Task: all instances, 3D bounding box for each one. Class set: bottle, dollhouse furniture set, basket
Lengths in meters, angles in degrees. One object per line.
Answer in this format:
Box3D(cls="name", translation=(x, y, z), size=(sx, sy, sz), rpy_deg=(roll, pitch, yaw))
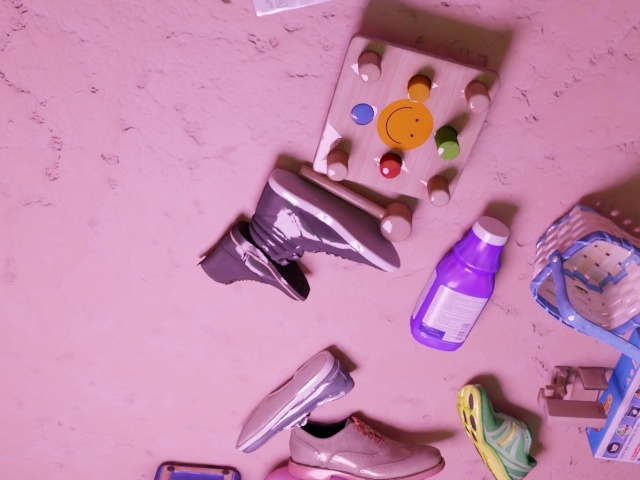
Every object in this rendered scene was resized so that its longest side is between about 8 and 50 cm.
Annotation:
Box3D(cls="bottle", translation=(0.270, 0.083, 1.575), size=(0.118, 0.092, 0.283), rpy_deg=(16, 122, -10))
Box3D(cls="dollhouse furniture set", translation=(0.525, 0.359, 1.717), size=(0.144, 0.151, 0.123), rpy_deg=(2, 124, 2))
Box3D(cls="basket", translation=(0.507, 0.094, 1.457), size=(0.254, 0.289, 0.201), rpy_deg=(31, 119, -16))

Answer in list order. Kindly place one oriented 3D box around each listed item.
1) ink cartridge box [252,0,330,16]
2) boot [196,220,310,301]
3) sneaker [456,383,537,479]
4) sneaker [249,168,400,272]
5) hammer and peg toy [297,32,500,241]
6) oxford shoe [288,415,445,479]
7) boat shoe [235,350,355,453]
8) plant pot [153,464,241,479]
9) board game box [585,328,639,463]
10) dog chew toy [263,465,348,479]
Box3D(cls="ink cartridge box", translation=(0.042, -0.457, 1.241), size=(0.332, 0.065, 0.166), rpy_deg=(-9, 123, 9))
Box3D(cls="boot", translation=(-0.129, 0.067, 1.595), size=(0.137, 0.077, 0.198), rpy_deg=(-38, 102, 28))
Box3D(cls="sneaker", translation=(0.388, 0.411, 1.799), size=(0.123, 0.109, 0.296), rpy_deg=(-32, 118, -5))
Box3D(cls="sneaker", translation=(0.000, 0.000, 1.526), size=(0.295, 0.105, 0.147), rpy_deg=(32, 121, -11))
Box3D(cls="hammer and peg toy", translation=(0.118, -0.154, 1.400), size=(0.265, 0.127, 0.362), rpy_deg=(14, 123, -8))
Box3D(cls="oxford shoe", translation=(0.097, 0.454, 1.797), size=(0.347, 0.123, 0.130), rpy_deg=(-1, 98, 7))
Box3D(cls="boat shoe", translation=(-0.057, 0.368, 1.760), size=(0.099, 0.116, 0.319), rpy_deg=(39, 111, -17))
Box3D(cls="plant pot", translation=(-0.296, 0.655, 1.892), size=(0.235, 0.236, 0.212), rpy_deg=(6, 117, -2))
Box3D(cls="board game box", translation=(0.763, 0.346, 1.741), size=(0.301, 0.086, 0.308), rpy_deg=(9, 123, -5))
Box3D(cls="dog chew toy", translation=(0.024, 0.613, 1.878), size=(0.331, 0.207, 0.207), rpy_deg=(-3, 124, -7))
